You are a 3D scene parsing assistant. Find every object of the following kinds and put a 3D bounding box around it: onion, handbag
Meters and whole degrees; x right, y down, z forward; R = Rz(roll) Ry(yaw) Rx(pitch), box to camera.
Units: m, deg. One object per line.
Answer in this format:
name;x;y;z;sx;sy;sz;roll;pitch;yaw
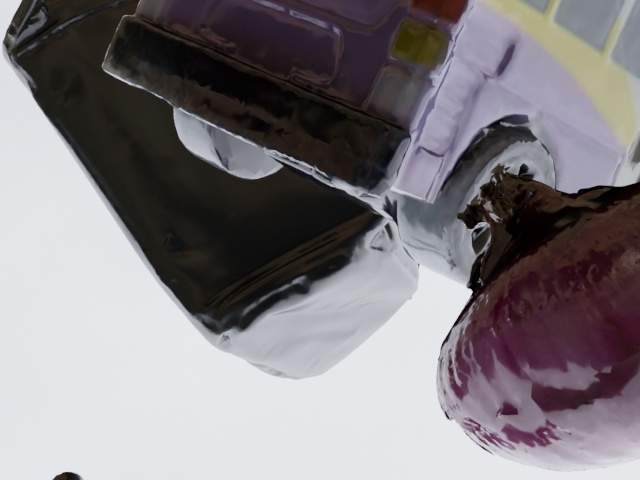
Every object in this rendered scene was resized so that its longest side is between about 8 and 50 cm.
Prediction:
onion;0.084;0.020;0.467;0.104;0.115;0.115;48;-123;4
handbag;-0.061;-0.065;1.094;0.178;0.275;0.302;-36;-105;1

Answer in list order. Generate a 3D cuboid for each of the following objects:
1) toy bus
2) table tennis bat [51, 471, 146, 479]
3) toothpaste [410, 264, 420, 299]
toy bus;0.127;-0.096;0.867;0.209;0.440;0.249;26;-86;41
table tennis bat;-0.134;0.194;0.881;0.150;0.027;0.236;-60;-159;5
toothpaste;0.000;0.000;1.325;0.194;0.067;0.043;13;-178;-20
